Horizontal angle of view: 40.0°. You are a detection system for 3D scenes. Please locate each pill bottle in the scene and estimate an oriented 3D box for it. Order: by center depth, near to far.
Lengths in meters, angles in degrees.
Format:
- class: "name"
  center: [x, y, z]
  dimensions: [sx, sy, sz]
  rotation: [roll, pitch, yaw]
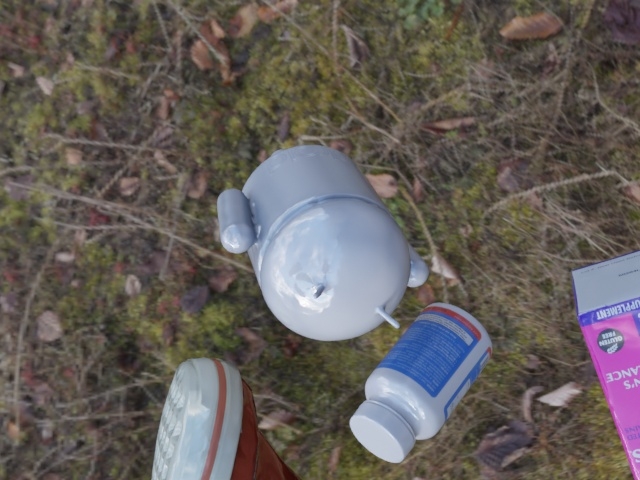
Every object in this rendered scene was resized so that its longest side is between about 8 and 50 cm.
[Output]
- class: "pill bottle"
  center: [0.141, 0.203, 1.255]
  dimensions: [0.124, 0.124, 0.221]
  rotation: [24, 53, 31]

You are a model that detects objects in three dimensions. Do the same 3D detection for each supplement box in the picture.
- class: "supplement box"
  center: [0.283, 0.122, 0.678]
  dimensions: [0.111, 0.114, 0.220]
  rotation: [-19, 100, 18]

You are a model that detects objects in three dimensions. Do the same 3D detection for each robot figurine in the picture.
- class: "robot figurine"
  center: [0.000, 0.000, 1.197]
  dimensions: [0.353, 0.299, 0.200]
  rotation: [-118, 41, -56]

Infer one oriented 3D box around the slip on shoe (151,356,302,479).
- class: "slip on shoe"
  center: [-0.030, 0.166, 0.466]
  dimensions: [0.101, 0.331, 0.123]
  rotation: [0, 50, 3]
